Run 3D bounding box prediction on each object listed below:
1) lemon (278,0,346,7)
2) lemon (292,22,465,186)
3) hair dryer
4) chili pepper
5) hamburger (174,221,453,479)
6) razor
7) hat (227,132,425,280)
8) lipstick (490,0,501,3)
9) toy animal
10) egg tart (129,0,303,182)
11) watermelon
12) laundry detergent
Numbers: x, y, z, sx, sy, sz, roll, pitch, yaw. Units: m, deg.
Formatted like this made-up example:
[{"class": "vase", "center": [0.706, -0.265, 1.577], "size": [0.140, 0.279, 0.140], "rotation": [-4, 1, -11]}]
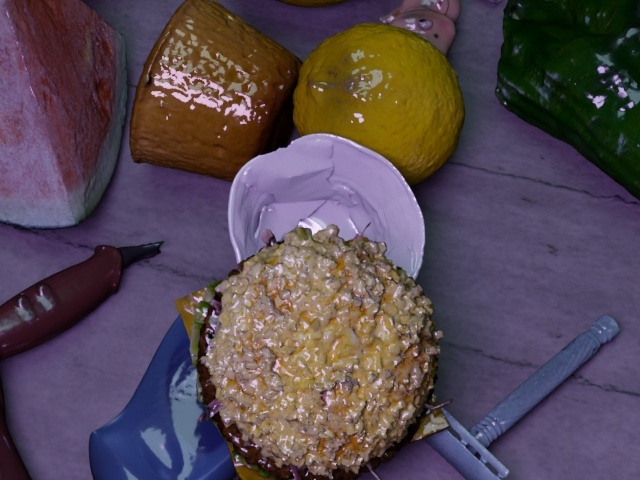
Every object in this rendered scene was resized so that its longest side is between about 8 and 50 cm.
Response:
[{"class": "lemon", "center": [-0.020, -0.386, 1.501], "size": [0.219, 0.240, 0.240], "rotation": [-38, 53, 27]}, {"class": "lemon", "center": [0.062, -0.143, 1.343], "size": [0.180, 0.193, 0.181], "rotation": [-38, 32, 29]}, {"class": "hair dryer", "center": [-0.272, 0.115, 1.281], "size": [0.340, 0.123, 0.312], "rotation": [-31, 70, -28]}, {"class": "chili pepper", "center": [0.316, -0.203, 1.386], "size": [0.213, 0.167, 0.385], "rotation": [-26, 58, -15]}, {"class": "hamburger", "center": [0.000, 0.112, 1.133], "size": [0.243, 0.138, 0.262], "rotation": [-22, 86, -13]}, {"class": "razor", "center": [0.210, 0.149, 1.236], "size": [0.232, 0.068, 0.106], "rotation": [-34, 62, -24]}, {"class": "hat", "center": [0.000, 0.000, 1.286], "size": [0.203, 0.126, 0.203], "rotation": [1, 78, -6]}, {"class": "lipstick", "center": [0.171, -0.336, 1.559], "size": [0.130, 0.038, 0.038], "rotation": [32, 65, 22]}, {"class": "toy animal", "center": [0.127, -0.252, 1.492], "size": [0.083, 0.089, 0.150], "rotation": [4, 58, 31]}, {"class": "egg tart", "center": [-0.107, -0.152, 1.376], "size": [0.147, 0.203, 0.203], "rotation": [23, 61, 8]}, {"class": "watermelon", "center": [-0.303, -0.169, 1.376], "size": [0.250, 0.292, 0.283], "rotation": [36, 61, -8]}, {"class": "laundry detergent", "center": [-0.133, 0.186, 1.206], "size": [0.143, 0.094, 0.290], "rotation": [32, 64, 8]}]
